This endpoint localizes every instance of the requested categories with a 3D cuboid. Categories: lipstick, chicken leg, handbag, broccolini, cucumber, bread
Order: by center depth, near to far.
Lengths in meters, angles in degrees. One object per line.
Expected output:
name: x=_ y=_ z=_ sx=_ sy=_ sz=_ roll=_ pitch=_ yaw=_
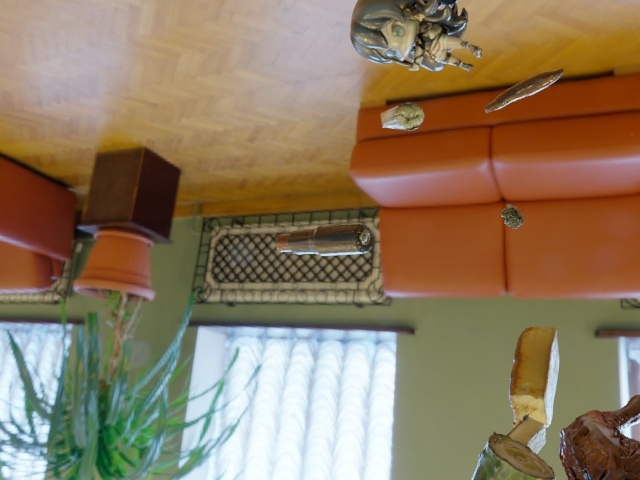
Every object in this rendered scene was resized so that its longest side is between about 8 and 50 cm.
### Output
chicken leg: x=0.476 y=0.324 z=0.971 sx=0.157 sy=0.096 sz=0.407 roll=-9 pitch=179 yaw=31
cucumber: x=0.320 y=0.489 z=1.087 sx=0.134 sy=0.245 sz=0.134 roll=22 pitch=-172 yaw=-3
lipstick: x=0.000 y=0.000 z=1.541 sx=0.299 sy=0.081 sz=0.081 roll=-2 pitch=163 yaw=41
bread: x=0.630 y=0.400 z=1.748 sx=0.114 sy=0.275 sz=0.185 roll=4 pitch=133 yaw=29
handbag: x=0.291 y=-0.432 z=2.098 sx=0.117 sy=0.095 sz=0.173 roll=-12 pitch=-171 yaw=-11
broccolini: x=0.694 y=-0.110 z=2.154 sx=0.091 sy=0.068 sz=0.203 roll=18 pitch=-151 yaw=4

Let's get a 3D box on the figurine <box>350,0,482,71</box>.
figurine: x=0.195 y=-0.444 z=1.251 sx=0.264 sy=0.197 sz=0.175 roll=13 pitch=121 yaw=-13

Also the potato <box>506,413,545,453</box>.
potato: x=0.502 y=0.494 z=1.462 sx=0.122 sy=0.086 sz=0.061 roll=-29 pitch=-149 yaw=-34

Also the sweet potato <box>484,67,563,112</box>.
sweet potato: x=0.647 y=-0.480 z=1.893 sx=0.264 sy=0.058 sz=0.057 roll=-25 pitch=154 yaw=17
